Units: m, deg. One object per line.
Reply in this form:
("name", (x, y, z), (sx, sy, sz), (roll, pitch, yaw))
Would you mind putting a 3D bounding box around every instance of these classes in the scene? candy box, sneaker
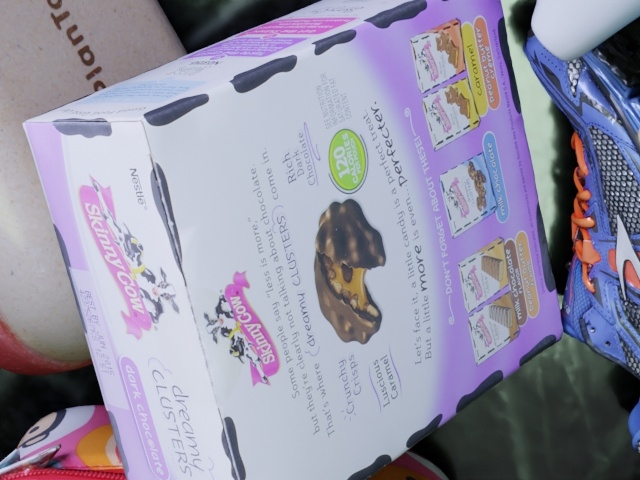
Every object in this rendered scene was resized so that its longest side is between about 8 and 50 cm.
("candy box", (0.000, 0.000, 0.622), (0.070, 0.196, 0.165), (4, 114, 44))
("sneaker", (0.135, 0.008, 0.683), (0.087, 0.083, 0.221), (-23, 103, 16))

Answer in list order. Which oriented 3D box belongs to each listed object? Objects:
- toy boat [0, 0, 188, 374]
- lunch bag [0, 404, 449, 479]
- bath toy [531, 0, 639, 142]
("toy boat", (-0.147, -0.052, 0.649), (0.151, 0.151, 0.231), (-17, 109, 37))
("lunch bag", (-0.074, 0.223, 0.736), (0.258, 0.120, 0.293), (8, 106, 2))
("bath toy", (0.080, -0.196, 0.589), (0.348, 0.151, 0.129), (46, 125, -6))
